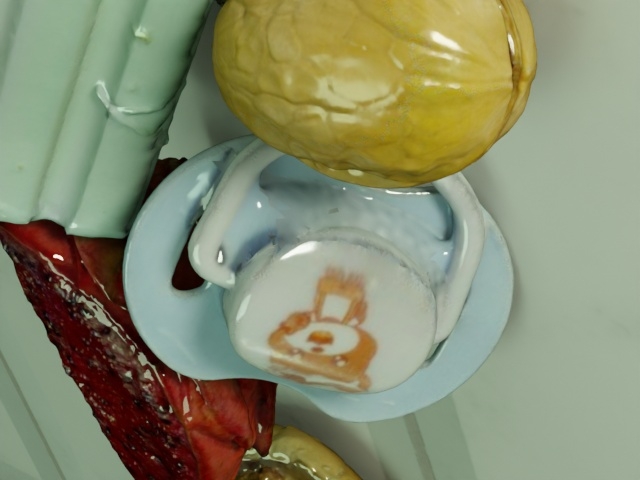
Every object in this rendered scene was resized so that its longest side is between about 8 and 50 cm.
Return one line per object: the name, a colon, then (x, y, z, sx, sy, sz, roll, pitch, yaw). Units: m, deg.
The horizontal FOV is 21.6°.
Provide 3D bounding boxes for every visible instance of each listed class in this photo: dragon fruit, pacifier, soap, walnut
dragon fruit: (-0.083, 0.056, 1.285, 0.152, 0.205, 0.317, 13, 138, 45)
pacifier: (0.000, 0.000, 1.185, 0.279, 0.227, 0.207, 18, -160, -19)
soap: (-0.191, -0.206, 1.037, 0.261, 0.156, 0.446, 12, 139, -13)
walnut: (0.030, -0.111, 1.001, 0.207, 0.159, 0.159, 8, 133, 33)

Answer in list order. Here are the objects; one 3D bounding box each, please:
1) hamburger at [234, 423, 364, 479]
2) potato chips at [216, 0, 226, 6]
hamburger: (-0.039, 0.284, 1.564, 0.283, 0.144, 0.259, -10, 122, 50)
potato chips: (-0.054, -0.204, 1.132, 0.209, 0.026, 0.142, 34, 145, 21)
